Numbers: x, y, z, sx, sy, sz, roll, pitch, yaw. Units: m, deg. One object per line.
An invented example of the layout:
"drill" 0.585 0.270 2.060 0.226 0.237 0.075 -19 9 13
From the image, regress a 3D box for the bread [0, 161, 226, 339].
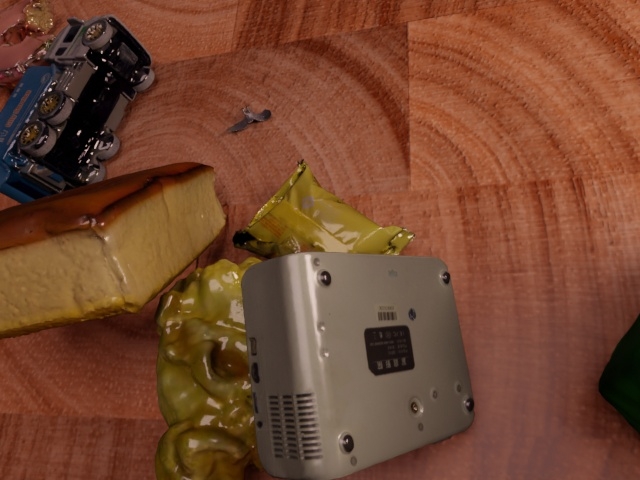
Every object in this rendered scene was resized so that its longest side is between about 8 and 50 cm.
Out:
"bread" -0.331 0.004 0.703 0.334 0.323 0.143 -13 106 11

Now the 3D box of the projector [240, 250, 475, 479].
"projector" 0.050 0.119 0.542 0.108 0.251 0.198 -19 73 43

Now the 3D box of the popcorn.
"popcorn" -0.086 0.159 0.631 0.226 0.173 0.285 -12 62 7

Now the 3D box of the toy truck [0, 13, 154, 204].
"toy truck" -0.458 -0.229 0.932 0.175 0.146 0.366 14 72 27

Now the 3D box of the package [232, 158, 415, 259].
"package" 0.000 0.000 0.719 0.226 0.090 0.168 37 85 24

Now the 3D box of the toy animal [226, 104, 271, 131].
"toy animal" -0.125 -0.217 0.887 0.084 0.028 0.050 -17 72 8

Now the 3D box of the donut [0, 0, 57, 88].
"donut" -0.637 -0.409 1.099 0.199 0.085 0.232 -27 62 3

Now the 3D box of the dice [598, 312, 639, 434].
"dice" 0.447 0.103 0.422 0.300 0.297 0.287 34 77 27
